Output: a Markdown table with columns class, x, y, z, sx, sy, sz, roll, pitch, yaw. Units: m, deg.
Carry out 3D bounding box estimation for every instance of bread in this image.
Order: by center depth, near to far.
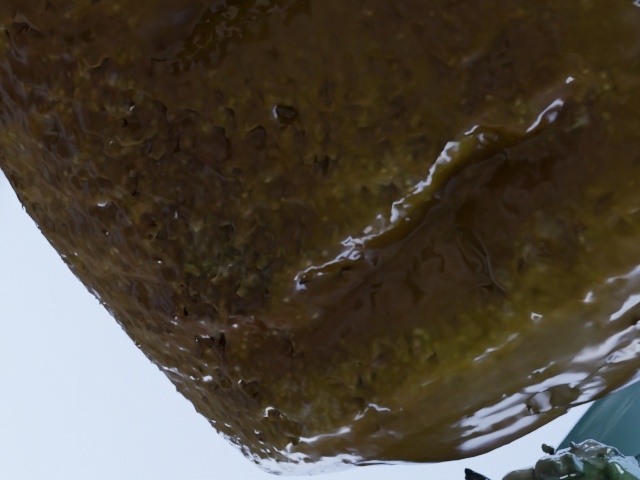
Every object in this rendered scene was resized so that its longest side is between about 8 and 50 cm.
| class | x | y | z | sx | sy | sz | roll | pitch | yaw |
| --- | --- | --- | --- | --- | --- | --- | --- | --- | --- |
| bread | 0.015 | -0.064 | 0.743 | 0.328 | 0.337 | 0.148 | -30 | -170 | 23 |

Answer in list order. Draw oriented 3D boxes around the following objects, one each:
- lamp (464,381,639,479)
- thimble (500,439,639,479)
| class | x | y | z | sx | sy | sz | roll | pitch | yaw |
| --- | --- | --- | --- | --- | --- | --- | --- | --- | --- |
| lamp | 0.197 | 0.189 | 1.342 | 0.147 | 0.209 | 0.284 | 51 | -39 | 1 |
| thimble | 0.123 | 0.209 | 0.862 | 0.219 | 0.150 | 0.219 | -31 | -143 | 27 |
